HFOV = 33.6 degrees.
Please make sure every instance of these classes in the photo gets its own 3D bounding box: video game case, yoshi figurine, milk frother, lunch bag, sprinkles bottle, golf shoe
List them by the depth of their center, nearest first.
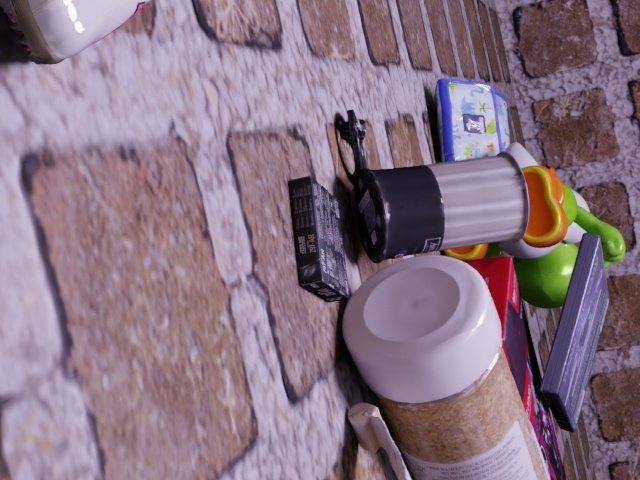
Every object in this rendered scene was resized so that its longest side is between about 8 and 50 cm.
[{"bbox_3d":[-0.091,-0.145,0.491,0.186,0.086,0.067,-78,153,-50],"label":"golf shoe"},{"bbox_3d":[0.128,0.175,0.933,0.121,0.121,0.355,-83,156,-47],"label":"sprinkles bottle"},{"bbox_3d":[0.095,-0.058,0.955,0.129,0.135,0.143,165,-83,-76],"label":"milk frother"},{"bbox_3d":[0.326,0.125,1.341,0.274,0.026,0.196,47,58,-64],"label":"video game case"},{"bbox_3d":[0.296,0.010,1.447,0.203,0.203,0.362,41,14,23],"label":"yoshi figurine"},{"bbox_3d":[0.207,-0.150,1.479,0.151,0.096,0.128,12,69,-55],"label":"lunch bag"}]

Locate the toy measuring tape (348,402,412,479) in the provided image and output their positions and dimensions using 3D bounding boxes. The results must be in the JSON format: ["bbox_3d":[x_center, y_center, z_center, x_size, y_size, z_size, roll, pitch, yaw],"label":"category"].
[{"bbox_3d":[0.038,0.238,0.689,0.330,0.121,0.121,-117,-177,-55],"label":"toy measuring tape"}]

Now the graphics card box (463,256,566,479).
[{"bbox_3d":[0.219,0.229,1.245,0.233,0.094,0.370,-61,138,-67],"label":"graphics card box"}]

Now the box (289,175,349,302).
[{"bbox_3d":[0.000,0.000,0.806,0.067,0.018,0.083,35,46,-66],"label":"box"}]
